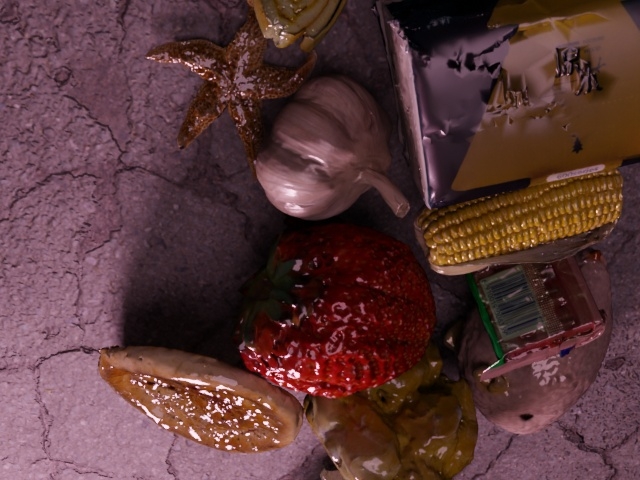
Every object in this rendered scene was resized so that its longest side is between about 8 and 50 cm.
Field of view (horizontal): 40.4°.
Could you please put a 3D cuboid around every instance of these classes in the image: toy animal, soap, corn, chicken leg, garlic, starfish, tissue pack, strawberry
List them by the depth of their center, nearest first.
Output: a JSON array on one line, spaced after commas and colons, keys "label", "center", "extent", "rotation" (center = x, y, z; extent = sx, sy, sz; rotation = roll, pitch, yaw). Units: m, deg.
[{"label": "tissue pack", "center": [0.298, -0.230, 1.152], "extent": [0.416, 0.253, 0.264], "rotation": [-11, 120, 1]}, {"label": "garlic", "center": [0.041, -0.108, 1.192], "extent": [0.212, 0.218, 0.219], "rotation": [31, 119, 24]}, {"label": "starfish", "center": [-0.123, -0.221, 1.212], "extent": [0.235, 0.062, 0.277], "rotation": [-1, 111, -5]}, {"label": "corn", "center": [0.283, -0.039, 1.221], "extent": [0.305, 0.123, 0.122], "rotation": [-15, 121, 1]}, {"label": "strawberry", "center": [0.031, 0.114, 1.269], "extent": [0.288, 0.239, 0.250], "rotation": [24, 150, -23]}, {"label": "soap", "center": [0.293, 0.045, 1.296], "extent": [0.217, 0.274, 0.098], "rotation": [-20, 158, 3]}, {"label": "chicken leg", "center": [0.005, -0.004, 1.357], "extent": [0.093, 0.053, 0.205], "rotation": [-28, 117, 19]}, {"label": "toy animal", "center": [0.346, 0.162, 1.413], "extent": [0.226, 0.188, 0.359], "rotation": [16, 109, -14]}]

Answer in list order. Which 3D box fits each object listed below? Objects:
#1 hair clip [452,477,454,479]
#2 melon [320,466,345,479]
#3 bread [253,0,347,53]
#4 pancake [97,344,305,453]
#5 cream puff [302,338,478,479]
[{"label": "hair clip", "center": [0.140, 0.433, 1.624], "extent": [0.140, 0.054, 0.220], "rotation": [-37, 122, 13]}, {"label": "melon", "center": [0.088, 0.479, 1.557], "extent": [0.202, 0.139, 0.093], "rotation": [38, 101, -22]}, {"label": "bread", "center": [-0.026, -0.326, 1.143], "extent": [0.117, 0.064, 0.156], "rotation": [29, 88, -20]}, {"label": "pancake", "center": [-0.198, 0.250, 1.371], "extent": [0.355, 0.065, 0.356], "rotation": [18, 150, 11]}, {"label": "cream puff", "center": [0.138, 0.313, 1.406], "extent": [0.257, 0.324, 0.291], "rotation": [-36, 143, -3]}]
